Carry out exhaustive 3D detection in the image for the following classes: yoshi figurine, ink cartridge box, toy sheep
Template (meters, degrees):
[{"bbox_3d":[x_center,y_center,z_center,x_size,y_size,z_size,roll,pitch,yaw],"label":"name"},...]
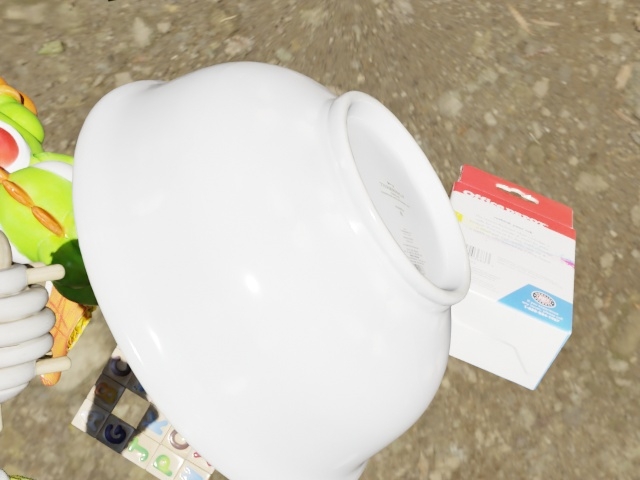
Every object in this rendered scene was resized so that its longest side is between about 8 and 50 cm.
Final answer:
[{"bbox_3d":[-0.320,-0.038,1.146,0.203,0.362,0.203,-3,122,-43],"label":"yoshi figurine"},{"bbox_3d":[0.170,0.025,0.985,0.134,0.231,0.078,23,123,2],"label":"ink cartridge box"},{"bbox_3d":[-0.206,0.056,0.633,0.091,0.091,0.132,-4,94,3],"label":"toy sheep"}]

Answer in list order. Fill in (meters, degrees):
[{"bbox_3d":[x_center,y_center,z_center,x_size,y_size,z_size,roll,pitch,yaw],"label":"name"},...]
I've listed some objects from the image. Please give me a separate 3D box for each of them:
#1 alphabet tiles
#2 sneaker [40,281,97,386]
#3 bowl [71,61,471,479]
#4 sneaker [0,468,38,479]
[{"bbox_3d":[-0.190,0.192,1.349,0.198,0.009,0.237,30,88,7],"label":"alphabet tiles"},{"bbox_3d":[-0.322,0.100,1.282,0.067,0.064,0.175,5,63,0],"label":"sneaker"},{"bbox_3d":[0.000,0.000,0.627,0.134,0.298,0.298,-29,103,24],"label":"bowl"},{"bbox_3d":[-0.199,0.232,0.679,0.094,0.081,0.208,6,133,-13],"label":"sneaker"}]
